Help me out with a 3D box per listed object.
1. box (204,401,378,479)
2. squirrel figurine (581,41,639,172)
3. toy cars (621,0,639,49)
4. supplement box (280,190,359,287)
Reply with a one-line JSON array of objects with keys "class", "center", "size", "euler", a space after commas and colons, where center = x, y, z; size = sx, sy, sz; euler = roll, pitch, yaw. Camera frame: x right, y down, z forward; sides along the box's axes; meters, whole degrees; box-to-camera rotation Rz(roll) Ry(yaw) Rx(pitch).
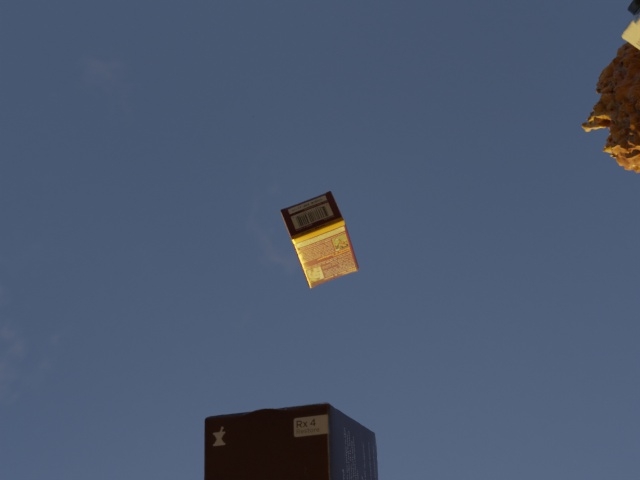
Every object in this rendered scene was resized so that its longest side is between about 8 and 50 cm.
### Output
[{"class": "box", "center": [-0.031, 0.314, 1.187], "size": [0.168, 0.203, 0.167], "euler": [-10, -114, 18]}, {"class": "squirrel figurine", "center": [0.488, -0.196, 0.994], "size": [0.397, 0.281, 0.370], "euler": [-24, -100, -15]}, {"class": "toy cars", "center": [0.386, -0.187, 0.736], "size": [0.087, 0.393, 0.176], "euler": [-47, -59, -22]}, {"class": "supplement box", "center": [0.000, 0.000, 0.916], "size": [0.055, 0.043, 0.083], "euler": [-21, -40, -3]}]
